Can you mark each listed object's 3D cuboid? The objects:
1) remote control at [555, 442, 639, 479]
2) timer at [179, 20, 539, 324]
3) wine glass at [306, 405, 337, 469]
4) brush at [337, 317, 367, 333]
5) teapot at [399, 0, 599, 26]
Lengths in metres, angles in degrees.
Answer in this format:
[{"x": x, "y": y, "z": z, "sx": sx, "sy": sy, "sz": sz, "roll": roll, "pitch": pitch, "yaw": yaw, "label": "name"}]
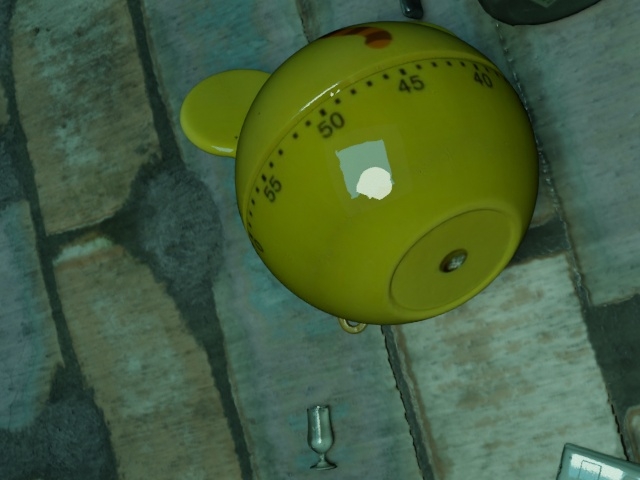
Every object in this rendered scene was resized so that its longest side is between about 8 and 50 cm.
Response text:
[{"x": 0.362, "y": 0.292, "z": 1.003, "sx": 0.162, "sy": 0.029, "sz": 0.061, "roll": 13, "pitch": 91, "yaw": 21, "label": "remote control"}, {"x": 0.058, "y": -0.102, "z": 0.989, "sx": 0.376, "sy": 0.376, "sz": 0.387, "roll": -41, "pitch": 53, "yaw": 15, "label": "timer"}, {"x": 0.002, "y": 0.262, "z": 1.136, "sx": 0.039, "sy": 0.042, "sz": 0.083, "roll": -3, "pitch": 85, "yaw": -8, "label": "wine glass"}, {"x": 0.000, "y": 0.000, "z": 1.159, "sx": 0.103, "sy": 0.013, "sz": 0.272, "roll": -26, "pitch": 80, "yaw": 19, "label": "brush"}, {"x": 0.230, "y": -0.405, "z": 1.013, "sx": 0.223, "sy": 0.305, "sz": 0.285, "roll": -13, "pitch": 72, "yaw": -22, "label": "teapot"}]
